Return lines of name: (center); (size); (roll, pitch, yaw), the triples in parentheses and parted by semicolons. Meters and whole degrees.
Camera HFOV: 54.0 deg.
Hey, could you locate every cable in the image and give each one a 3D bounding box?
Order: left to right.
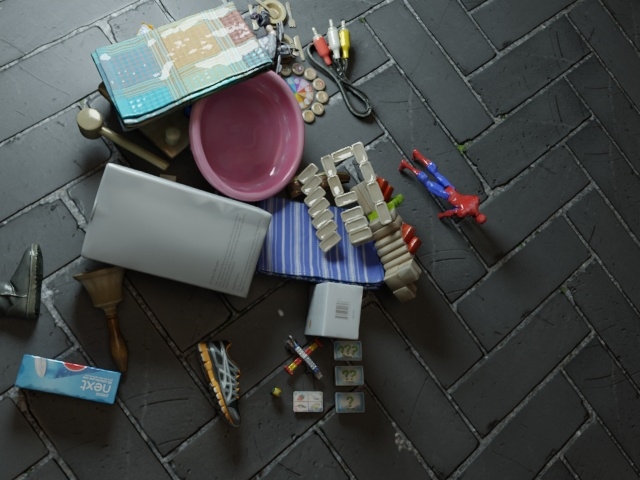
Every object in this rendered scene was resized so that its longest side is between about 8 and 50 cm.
cable: (0.051, -0.477, 1.770); (0.139, 0.072, 0.287); (-19, 83, -15)

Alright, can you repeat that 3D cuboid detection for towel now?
towel: (-0.326, -0.419, 1.460); (0.370, 0.040, 0.272); (-25, 60, -10)
towel: (0.000, 0.000, 1.619); (0.335, 0.040, 0.243); (8, 55, -15)

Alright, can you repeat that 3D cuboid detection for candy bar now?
candy bar: (-0.481, -0.501, 1.644); (0.040, 0.018, 0.162); (23, 72, -11)

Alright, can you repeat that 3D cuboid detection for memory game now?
memory game: (-0.066, -0.411, 1.750); (0.186, 0.012, 0.186); (4, 75, -16)

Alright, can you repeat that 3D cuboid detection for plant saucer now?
plant saucer: (-0.188, -0.265, 1.563); (0.332, 0.084, 0.333); (-6, 99, -41)

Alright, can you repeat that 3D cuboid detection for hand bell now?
hand bell: (-0.478, 0.183, 1.447); (0.126, 0.126, 0.242); (-14, 93, -19)

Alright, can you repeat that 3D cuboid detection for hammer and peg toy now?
hammer and peg toy: (-0.408, -0.328, 1.567); (0.266, 0.127, 0.361); (43, 69, -5)

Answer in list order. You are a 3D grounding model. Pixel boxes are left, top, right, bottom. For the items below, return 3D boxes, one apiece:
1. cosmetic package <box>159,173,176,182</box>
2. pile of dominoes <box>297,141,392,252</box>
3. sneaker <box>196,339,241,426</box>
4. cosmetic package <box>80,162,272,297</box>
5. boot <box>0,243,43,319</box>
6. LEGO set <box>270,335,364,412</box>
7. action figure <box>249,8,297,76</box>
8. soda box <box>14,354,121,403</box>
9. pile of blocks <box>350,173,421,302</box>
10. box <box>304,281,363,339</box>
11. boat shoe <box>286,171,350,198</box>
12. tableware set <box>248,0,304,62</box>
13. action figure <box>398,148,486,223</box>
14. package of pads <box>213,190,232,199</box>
cosmetic package: (-0.384, -0.100, 1.553); (0.041, 0.060, 0.115); (7, 77, -15)
pile of dominoes: (0.059, -0.106, 1.619); (0.195, 0.040, 0.251); (-20, 74, 5)
sneaker: (-0.224, 0.334, 1.486); (0.083, 0.084, 0.215); (-16, 81, -25)
cosmetic package: (-0.331, -0.023, 1.451); (0.384, 0.156, 0.217); (19, 93, -17)
boot: (-0.737, 0.095, 1.400); (0.208, 0.076, 0.190); (2, 74, -9)
LEGO set: (-0.002, 0.335, 1.567); (0.244, 0.060, 0.183); (4, 72, -15)
action figure: (-0.200, -0.525, 1.681); (0.284, 0.099, 0.186); (4, 76, -11)
soda box: (-0.557, 0.310, 1.397); (0.210, 0.067, 0.071); (15, 73, -14)
pile of blocks: (0.206, -0.026, 1.645); (0.149, 0.112, 0.362); (4, 63, -53)
box: (0.030, 0.175, 1.546); (0.090, 0.170, 0.130); (8, 82, -15)
boat shoe: (-0.005, -0.147, 1.681); (0.177, 0.064, 0.060); (-8, 85, -12)
tableware set: (-0.122, -0.593, 1.763); (0.128, 0.039, 0.194); (-12, 81, -19)
action figure: (0.348, -0.123, 1.775); (0.091, 0.139, 0.280); (-42, 69, -18)
package of pads: (-0.258, -0.081, 1.601); (0.050, 0.032, 0.083); (19, 72, -14)
